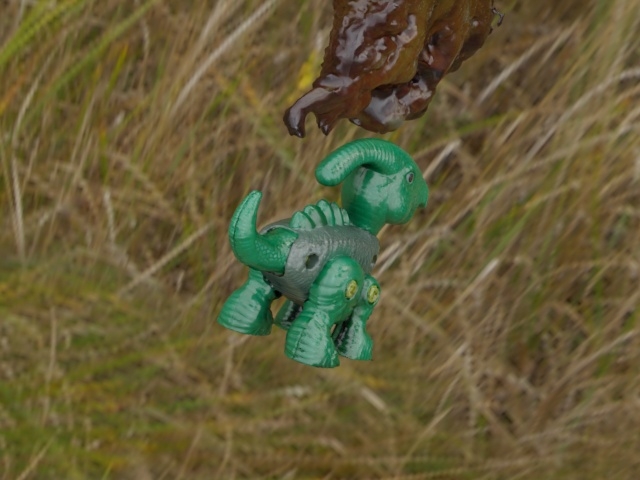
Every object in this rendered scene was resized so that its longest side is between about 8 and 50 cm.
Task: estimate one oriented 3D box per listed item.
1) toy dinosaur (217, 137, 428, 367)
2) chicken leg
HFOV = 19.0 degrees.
[{"bbox_3d":[0.000,0.000,0.815,0.059,0.132,0.096,22,98,31],"label":"toy dinosaur"},{"bbox_3d":[0.034,-0.153,1.089,0.083,0.322,0.177,33,64,18],"label":"chicken leg"}]
